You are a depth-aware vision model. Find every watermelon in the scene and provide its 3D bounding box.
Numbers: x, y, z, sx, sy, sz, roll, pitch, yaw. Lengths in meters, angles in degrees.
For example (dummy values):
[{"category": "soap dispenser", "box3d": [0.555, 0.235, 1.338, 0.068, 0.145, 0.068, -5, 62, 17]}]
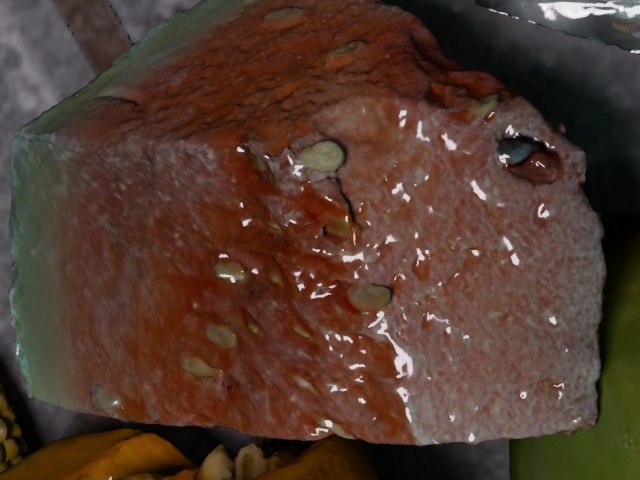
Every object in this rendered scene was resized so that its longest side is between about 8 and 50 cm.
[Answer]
[{"category": "watermelon", "box3d": [0.000, 0.000, 0.730, 0.257, 0.140, 0.192, 22, 114, 43]}]

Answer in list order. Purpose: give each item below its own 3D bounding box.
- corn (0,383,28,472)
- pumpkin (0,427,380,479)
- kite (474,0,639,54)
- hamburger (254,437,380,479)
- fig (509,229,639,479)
[{"category": "corn", "box3d": [-0.165, 0.164, 0.909, 0.086, 0.086, 0.288, -15, 104, 18]}, {"category": "pumpkin", "box3d": [-0.059, 0.211, 0.749, 0.303, 0.256, 0.225, -12, 109, 50]}, {"category": "kite", "box3d": [0.140, -0.224, 0.743, 0.169, 0.015, 0.310, 1, 108, 14]}, {"category": "hamburger", "box3d": [-0.002, 0.127, 0.875, 0.076, 0.044, 0.083, -16, 106, 19]}, {"category": "fig", "box3d": [0.173, 0.104, 0.729, 0.207, 0.230, 0.207, 8, 153, 4]}]
